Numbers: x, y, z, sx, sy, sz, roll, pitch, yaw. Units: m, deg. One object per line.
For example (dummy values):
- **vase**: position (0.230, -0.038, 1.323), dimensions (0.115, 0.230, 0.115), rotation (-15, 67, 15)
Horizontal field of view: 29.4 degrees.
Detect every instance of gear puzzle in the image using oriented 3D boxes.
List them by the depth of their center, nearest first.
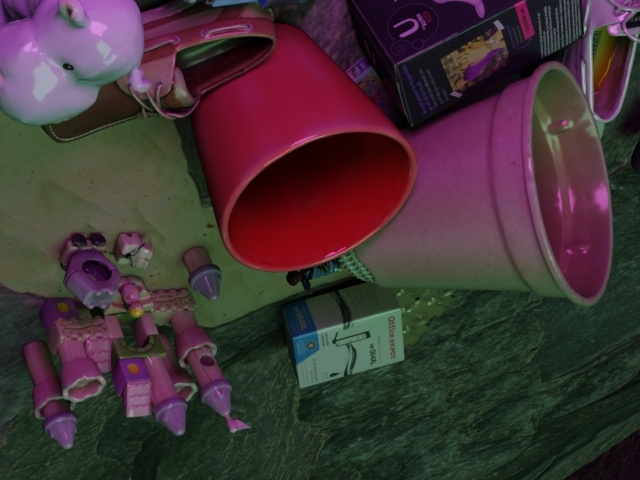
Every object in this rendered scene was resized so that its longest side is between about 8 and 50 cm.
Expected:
- **gear puzzle**: position (0.175, 0.089, 2.270), dimensions (0.175, 0.044, 0.339), rotation (18, 123, -37)

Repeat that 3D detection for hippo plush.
- **hippo plush**: position (-0.255, -0.232, 1.304), dimensions (0.294, 0.236, 0.234), rotation (-34, 147, 8)

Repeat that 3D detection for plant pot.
- **plant pot**: position (-0.045, -0.135, 1.596), dimensions (0.275, 0.243, 0.275), rotation (-20, 147, -13)
- **plant pot**: position (0.212, -0.056, 1.713), dimensions (0.305, 0.334, 0.334), rotation (-9, 158, 29)

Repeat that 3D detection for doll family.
- **doll family**: position (0.000, 0.000, 1.943), dimensions (0.111, 0.076, 0.193), rotation (-23, 117, -44)

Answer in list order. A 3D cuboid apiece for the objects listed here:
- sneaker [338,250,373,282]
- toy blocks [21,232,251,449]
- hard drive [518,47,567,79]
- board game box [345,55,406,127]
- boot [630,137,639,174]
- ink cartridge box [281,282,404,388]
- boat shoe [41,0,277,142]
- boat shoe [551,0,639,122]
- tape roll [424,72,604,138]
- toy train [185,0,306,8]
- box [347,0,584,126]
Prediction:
- **sneaker**: position (0.077, -0.057, 1.882), dimensions (0.146, 0.102, 0.293), rotation (-62, 142, -31)
- **toy blocks**: position (-0.267, 0.184, 1.856), dimensions (0.288, 0.260, 0.309), rotation (-2, 139, -35)
- **hard drive**: position (0.288, -0.303, 1.717), dimensions (0.094, 0.135, 0.022), rotation (-36, 147, 12)
- **board game box**: position (0.093, -0.220, 1.786), dimensions (0.103, 0.026, 0.154), rotation (-39, 146, 15)
- **boot**: position (0.613, -0.277, 2.005), dimensions (0.367, 0.146, 0.445), rotation (-13, 148, -27)
- **ink cartridge box**: position (0.043, 0.166, 2.190), dimensions (0.203, 0.086, 0.148), rotation (-15, 135, -7)
- **boat shoe**: position (-0.199, -0.208, 1.493), dimensions (0.324, 0.116, 0.123), rotation (-31, 148, 3)
- **boat shoe**: position (0.416, -0.326, 1.703), dimensions (0.135, 0.156, 0.367), rotation (-10, 128, -24)
- **tape roll**: position (0.284, -0.128, 2.003), dimensions (0.392, 0.072, 0.392), rotation (-22, 149, -14)
- **toy train**: position (-0.098, -0.321, 1.424), dimensions (0.184, 0.105, 0.080), rotation (-13, 144, -24)
- **box**: position (0.192, -0.302, 1.616), dimensions (0.270, 0.165, 0.143), rotation (-27, 148, -3)
